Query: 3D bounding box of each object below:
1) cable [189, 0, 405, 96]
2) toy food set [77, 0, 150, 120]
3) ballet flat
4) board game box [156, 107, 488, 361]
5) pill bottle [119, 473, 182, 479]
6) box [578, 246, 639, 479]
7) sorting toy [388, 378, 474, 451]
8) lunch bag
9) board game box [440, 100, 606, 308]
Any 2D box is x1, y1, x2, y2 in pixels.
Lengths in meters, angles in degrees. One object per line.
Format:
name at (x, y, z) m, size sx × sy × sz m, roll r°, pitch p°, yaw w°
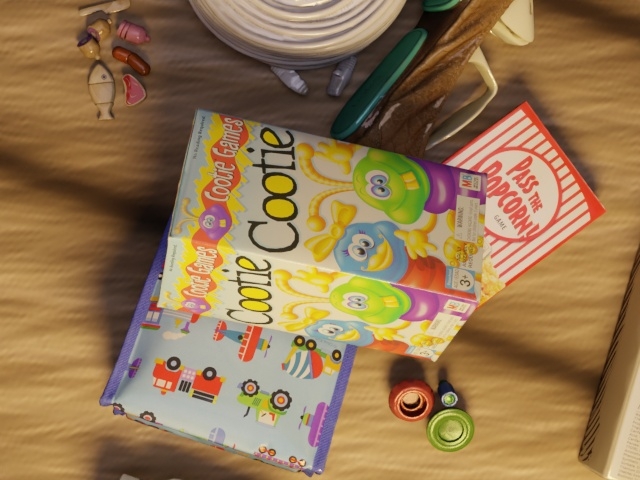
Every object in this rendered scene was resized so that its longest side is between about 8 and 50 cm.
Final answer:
cable at (-0.024, -0.309, 1.137) m, size 0.257 × 0.089 × 0.257 m, roll 34°, pitch 87°, yaw -2°
toy food set at (-0.214, -0.193, 1.158) m, size 0.078 × 0.019 × 0.122 m, roll -15°, pitch 89°, yaw -4°
ballet flat at (0.148, -0.207, 1.144) m, size 0.124 × 0.116 × 0.342 m, roll 34°, pitch 87°, yaw -22°
board game box at (0.000, 0.000, 1.026) m, size 0.275 × 0.144 × 0.142 m, roll 12°, pitch 59°, yaw -6°
pill bottle at (-0.127, 0.302, 1.108) m, size 0.184 × 0.103 × 0.103 m, roll 22°, pitch 87°, yaw -3°
box at (0.368, 0.125, 1.146) m, size 0.113 × 0.094 × 0.275 m, roll 18°, pitch 87°, yaw -3°
sorting toy at (0.119, 0.175, 1.162) m, size 0.102 × 0.042 × 0.061 m, roll 37°, pitch 102°, yaw -13°
lunch bag at (-0.065, 0.065, 1.116) m, size 0.221 × 0.138 × 0.293 m, roll 18°, pitch 76°, yaw -1°
board game box at (0.180, -0.032, 1.164) m, size 0.193 × 0.045 × 0.146 m, roll -37°, pitch 91°, yaw -4°
